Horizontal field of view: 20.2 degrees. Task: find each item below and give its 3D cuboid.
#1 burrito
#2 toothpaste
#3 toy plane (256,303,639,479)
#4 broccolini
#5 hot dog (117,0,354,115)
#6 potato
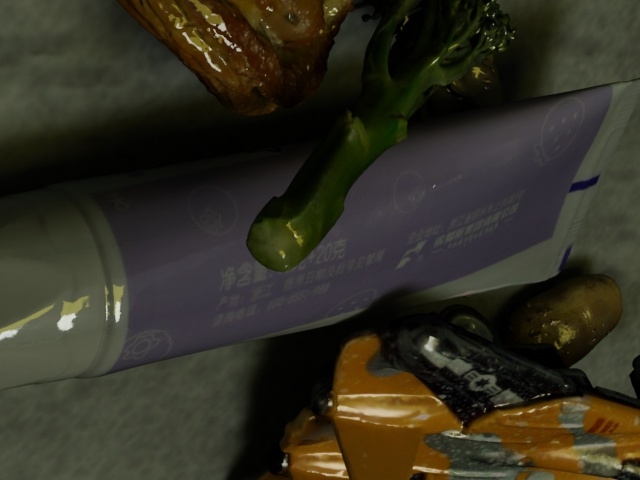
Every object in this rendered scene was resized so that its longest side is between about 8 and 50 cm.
[{"bbox_3d":[0.074,-0.038,0.901,0.051,0.042,0.171,-31,138,-19],"label":"burrito"},{"bbox_3d":[0.000,0.000,0.806,0.371,0.080,0.125,-10,133,-35],"label":"toothpaste"},{"bbox_3d":[0.119,0.094,0.952,0.316,0.103,0.204,-5,146,-33],"label":"toy plane"},{"bbox_3d":[0.023,-0.062,0.746,0.216,0.067,0.058,-50,167,-53],"label":"broccolini"},{"bbox_3d":[-0.030,-0.108,0.729,0.099,0.065,0.147,-57,139,-11],"label":"hot dog"},{"bbox_3d":[0.138,0.049,1.024,0.083,0.040,0.051,-28,144,-24],"label":"potato"}]
